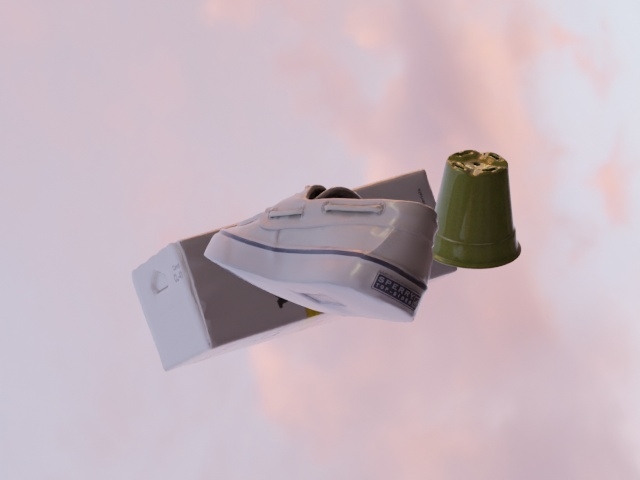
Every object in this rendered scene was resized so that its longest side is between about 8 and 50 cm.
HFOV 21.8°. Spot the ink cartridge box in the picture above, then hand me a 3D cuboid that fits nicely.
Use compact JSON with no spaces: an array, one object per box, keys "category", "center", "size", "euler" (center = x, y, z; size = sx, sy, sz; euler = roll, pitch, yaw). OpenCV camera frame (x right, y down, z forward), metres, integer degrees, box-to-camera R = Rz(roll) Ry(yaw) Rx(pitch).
[{"category":"ink cartridge box","center":[-0.033,0.037,1.879],"size":[0.306,0.226,0.131],"euler":[-18,-95,-21]}]

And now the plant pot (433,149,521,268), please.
[{"category":"plant pot","center":[0.127,-0.030,1.365],"size":[0.083,0.083,0.079],"euler":[-48,-36,-58]}]

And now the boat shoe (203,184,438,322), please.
[{"category":"boat shoe","center":[0.000,0.000,1.247],"size":[0.096,0.267,0.088],"euler":[28,-100,-23]}]
